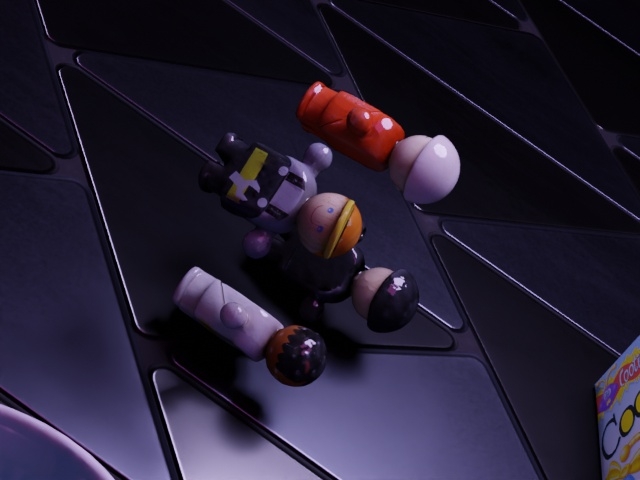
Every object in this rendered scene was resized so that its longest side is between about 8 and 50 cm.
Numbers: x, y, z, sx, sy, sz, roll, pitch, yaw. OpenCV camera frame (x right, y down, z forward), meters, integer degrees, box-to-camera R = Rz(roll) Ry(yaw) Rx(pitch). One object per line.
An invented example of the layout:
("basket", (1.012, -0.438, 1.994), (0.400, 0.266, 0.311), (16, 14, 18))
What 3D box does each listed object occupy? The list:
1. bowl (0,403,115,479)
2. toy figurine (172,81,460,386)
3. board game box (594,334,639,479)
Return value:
("bowl", (-0.241, 0.232, 0.705), (0.311, 0.163, 0.311), (6, 35, -4))
("toy figurine", (0.000, 0.000, 1.138), (0.148, 0.213, 0.209), (30, 34, 19))
("board game box", (0.339, 0.205, 1.219), (0.142, 0.144, 0.275), (24, 37, -12))
